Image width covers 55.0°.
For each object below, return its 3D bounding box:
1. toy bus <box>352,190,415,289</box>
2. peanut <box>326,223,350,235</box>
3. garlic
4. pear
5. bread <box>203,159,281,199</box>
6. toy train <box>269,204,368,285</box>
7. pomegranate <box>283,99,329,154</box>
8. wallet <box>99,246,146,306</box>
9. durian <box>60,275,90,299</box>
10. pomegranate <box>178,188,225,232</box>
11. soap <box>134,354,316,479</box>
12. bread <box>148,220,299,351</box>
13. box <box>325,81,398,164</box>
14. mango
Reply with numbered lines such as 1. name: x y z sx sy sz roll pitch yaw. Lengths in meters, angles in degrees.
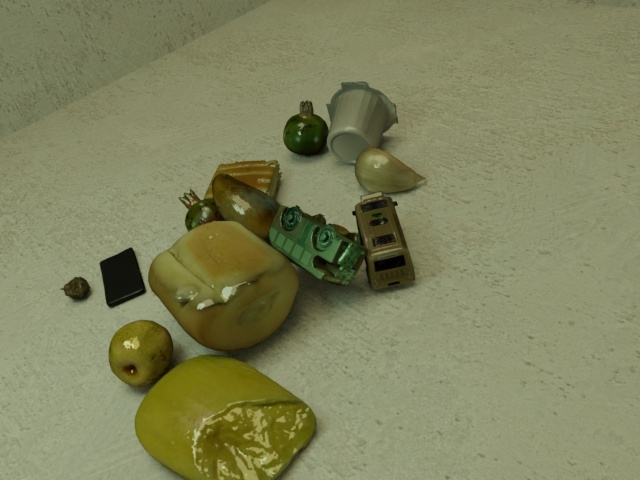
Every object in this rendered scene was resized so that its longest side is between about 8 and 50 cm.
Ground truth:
1. toy bus: 0.176 -0.005 1.762 0.140 0.157 0.289 -12 39 4
2. peanut: 0.000 0.000 1.864 0.237 0.110 0.120 9 55 40
3. garlic: 0.217 -0.233 2.066 0.245 0.145 0.164 25 23 37
4. pear: -0.471 0.292 1.623 0.178 0.178 0.178 -10 39 8
5. bread: -0.267 -0.182 2.163 0.246 0.111 0.239 -4 41 13
6. toy train: -0.018 0.006 1.708 0.326 0.129 0.159 32 98 44
7. pomegranate: -0.057 -0.423 2.305 0.180 0.209 0.180 -2 28 1
8. wallet: -0.648 0.118 2.000 0.124 0.025 0.244 -24 41 -10
9. durian: -0.782 0.152 1.963 0.091 0.080 0.080 1 37 -12
10. pomegranate: -0.383 -0.080 2.022 0.159 0.159 0.205 -38 77 -25
11. soap: -0.244 0.412 1.439 0.428 0.115 0.306 17 52 34
12. bread: -0.264 0.123 1.682 0.348 0.252 0.376 -29 43 -27
13. box: 0.113 -0.397 2.229 0.291 0.262 0.206 -32 32 48
14. mango: -0.229 -0.104 1.955 0.316 0.146 0.193 45 25 11
